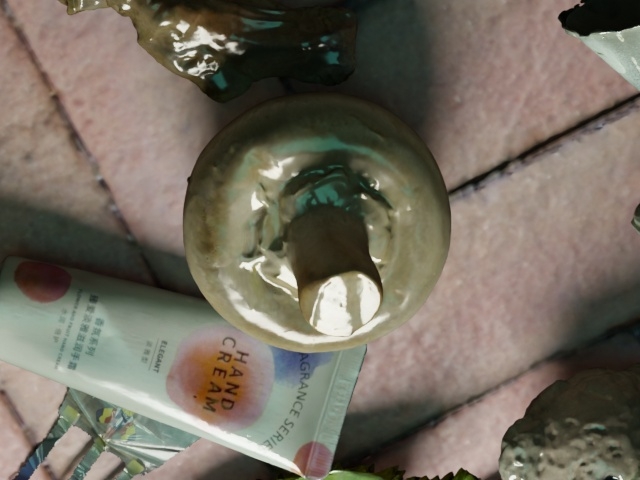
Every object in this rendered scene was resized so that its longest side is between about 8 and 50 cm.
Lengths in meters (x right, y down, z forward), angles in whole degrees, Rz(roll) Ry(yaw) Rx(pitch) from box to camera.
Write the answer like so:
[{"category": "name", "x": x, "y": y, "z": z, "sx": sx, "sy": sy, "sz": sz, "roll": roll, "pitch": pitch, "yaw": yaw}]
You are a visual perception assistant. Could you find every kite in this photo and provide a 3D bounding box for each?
[{"category": "kite", "x": -0.177, "y": 0.162, "z": 1.505, "sx": 0.141, "sy": 0.015, "sz": 0.245, "roll": 39, "pitch": 101, "yaw": -6}]

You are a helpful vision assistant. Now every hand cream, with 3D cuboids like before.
[{"category": "hand cream", "x": -0.139, "y": 0.087, "z": 1.446, "sx": 0.340, "sy": 0.078, "sz": 0.124, "roll": 17, "pitch": 86, "yaw": -5}]

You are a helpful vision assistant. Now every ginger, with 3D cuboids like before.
[{"category": "ginger", "x": -0.108, "y": -0.186, "z": 1.375, "sx": 0.290, "sy": 0.084, "sz": 0.122, "roll": 25, "pitch": 84, "yaw": -4}]

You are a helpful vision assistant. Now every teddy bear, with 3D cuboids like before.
[{"category": "teddy bear", "x": 0.247, "y": 0.233, "z": 1.465, "sx": 0.236, "sy": 0.151, "sz": 0.267, "roll": -23, "pitch": 115, "yaw": -32}]

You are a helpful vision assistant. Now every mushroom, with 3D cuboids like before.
[{"category": "mushroom", "x": 0.000, "y": 0.000, "z": 1.355, "sx": 0.207, "sy": 0.215, "sz": 0.207, "roll": -2, "pitch": 115, "yaw": -5}]

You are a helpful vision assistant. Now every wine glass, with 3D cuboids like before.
[{"category": "wine glass", "x": 0.262, "y": -0.102, "z": 1.380, "sx": 0.122, "sy": 0.122, "sz": 0.183, "roll": -19, "pitch": 111, "yaw": 5}]

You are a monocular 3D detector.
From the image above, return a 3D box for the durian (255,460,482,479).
[{"category": "durian", "x": -0.037, "y": 0.295, "z": 1.454, "sx": 0.394, "sy": 0.198, "sz": 0.163, "roll": -33, "pitch": 104, "yaw": 5}]
